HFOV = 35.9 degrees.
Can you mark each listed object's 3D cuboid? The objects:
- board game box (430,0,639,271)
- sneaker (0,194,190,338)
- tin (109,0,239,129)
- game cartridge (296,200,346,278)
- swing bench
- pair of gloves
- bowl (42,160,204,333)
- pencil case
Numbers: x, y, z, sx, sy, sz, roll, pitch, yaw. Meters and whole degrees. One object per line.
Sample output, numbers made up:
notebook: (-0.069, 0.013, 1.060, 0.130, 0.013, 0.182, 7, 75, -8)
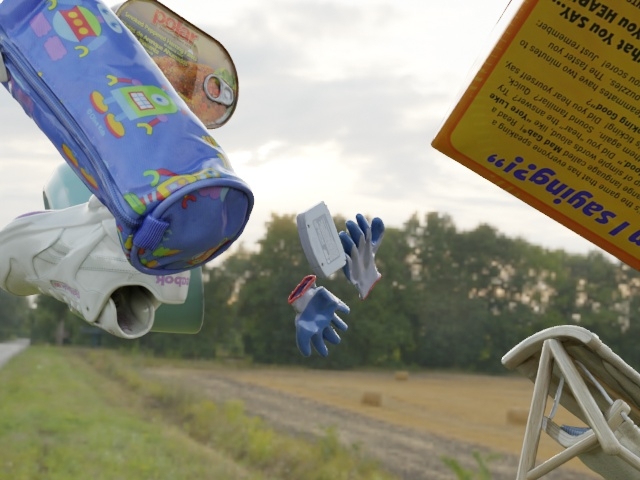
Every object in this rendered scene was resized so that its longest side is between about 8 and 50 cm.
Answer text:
board game box: (0.369, -0.202, 0.839, 0.356, 0.356, 0.356, 31, -44, 0)
sneaker: (-0.248, 0.035, 1.032, 0.305, 0.152, 0.114, -17, -16, 40)
tin: (-0.162, -0.187, 1.060, 0.040, 0.106, 0.189, 2, -17, 39)
game cartridge: (0.000, 0.000, 1.167, 0.017, 0.083, 0.056, -12, 13, 36)
swing bench: (0.378, 0.258, 1.252, 0.253, 0.255, 0.165, 36, -56, -20)
pair of gloves: (0.028, 0.059, 1.300, 0.023, 0.198, 0.159, 28, -22, 30)
bowl: (-0.282, -0.006, 1.355, 0.163, 0.312, 0.311, -12, -1, -18)
pencil case: (-0.187, -0.108, 0.862, 0.133, 0.306, 0.119, -14, -33, -47)
